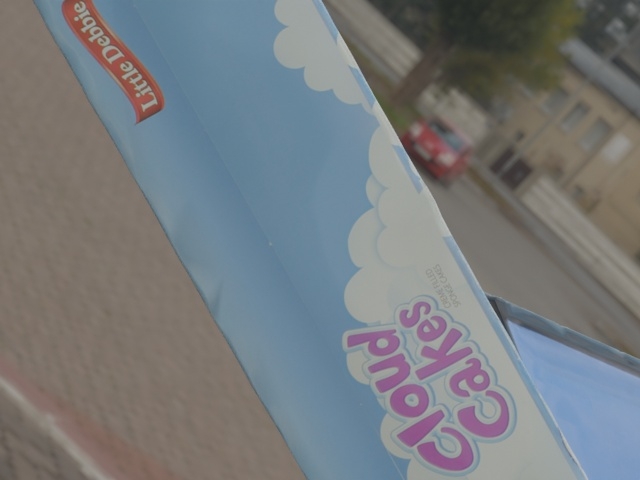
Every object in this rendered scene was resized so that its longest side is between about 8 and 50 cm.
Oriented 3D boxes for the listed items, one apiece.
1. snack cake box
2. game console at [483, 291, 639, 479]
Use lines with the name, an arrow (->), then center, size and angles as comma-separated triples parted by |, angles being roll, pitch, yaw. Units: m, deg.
snack cake box -> 0.000, 0.000, 0.615 | 0.264, 0.089, 0.152 | 60, 1, -5
game console -> 0.220, 0.109, 0.832 | 0.293, 0.173, 0.250 | 24, 36, -36
